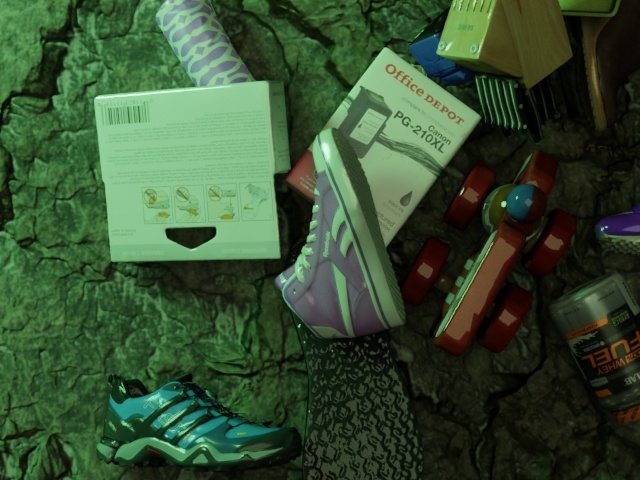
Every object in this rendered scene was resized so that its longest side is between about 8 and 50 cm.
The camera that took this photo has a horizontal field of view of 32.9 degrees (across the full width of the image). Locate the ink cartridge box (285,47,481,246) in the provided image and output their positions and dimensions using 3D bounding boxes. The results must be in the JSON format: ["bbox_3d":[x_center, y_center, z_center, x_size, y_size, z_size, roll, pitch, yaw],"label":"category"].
[{"bbox_3d":[0.088,-0.126,1.537,0.172,0.100,0.237,36,88,2],"label":"ink cartridge box"}]

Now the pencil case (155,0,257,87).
[{"bbox_3d":[-0.155,-0.265,1.559,0.088,0.086,0.206,-29,88,-29],"label":"pencil case"}]

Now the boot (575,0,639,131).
[{"bbox_3d":[0.471,-0.282,1.545,0.206,0.090,0.248,-3,82,4],"label":"boot"}]

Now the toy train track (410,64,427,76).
[{"bbox_3d":[0.170,-0.251,1.586,0.083,0.014,0.048,3,87,0],"label":"toy train track"}]

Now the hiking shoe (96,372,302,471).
[{"bbox_3d":[-0.171,0.248,1.486,0.304,0.113,0.132,-1,80,18],"label":"hiking shoe"}]

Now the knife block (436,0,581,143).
[{"bbox_3d":[0.288,-0.280,1.491,0.242,0.088,0.276,14,94,-37],"label":"knife block"}]

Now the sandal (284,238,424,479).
[{"bbox_3d":[0.048,0.212,1.530,0.167,0.107,0.446,-7,74,1],"label":"sandal"}]

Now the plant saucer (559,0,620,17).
[{"bbox_3d":[0.361,-0.392,1.536,0.188,0.045,0.188,12,76,36],"label":"plant saucer"}]

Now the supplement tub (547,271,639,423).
[{"bbox_3d":[0.409,0.150,1.511,0.117,0.117,0.190,-28,87,-1],"label":"supplement tub"}]

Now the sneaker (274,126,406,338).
[{"bbox_3d":[0.000,0.000,1.445,0.161,0.102,0.282,-14,97,16],"label":"sneaker"}]

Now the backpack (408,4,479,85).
[{"bbox_3d":[0.203,-0.287,1.546,0.120,0.098,0.101,-44,109,-19],"label":"backpack"}]

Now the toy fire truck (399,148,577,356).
[{"bbox_3d":[0.236,0.016,1.451,0.169,0.254,0.302,31,88,2],"label":"toy fire truck"}]

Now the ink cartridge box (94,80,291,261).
[{"bbox_3d":[-0.175,-0.094,1.514,0.275,0.060,0.239,-1,99,22],"label":"ink cartridge box"}]

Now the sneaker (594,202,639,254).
[{"bbox_3d":[0.522,-0.066,1.537,0.293,0.102,0.146,-9,83,-5],"label":"sneaker"}]
